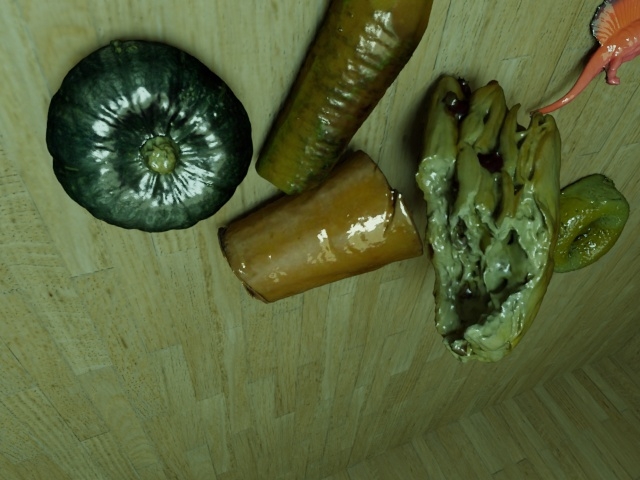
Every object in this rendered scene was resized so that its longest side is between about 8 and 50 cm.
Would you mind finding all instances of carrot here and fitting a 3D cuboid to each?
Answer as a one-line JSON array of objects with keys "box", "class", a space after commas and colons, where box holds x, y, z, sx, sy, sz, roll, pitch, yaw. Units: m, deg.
[{"box": [0.024, -0.191, 0.578, 0.114, 0.114, 0.301, 6, 132, -36], "class": "carrot"}, {"box": [0.000, 0.000, 0.709, 0.254, 0.196, 0.196, -29, 141, 2], "class": "carrot"}]

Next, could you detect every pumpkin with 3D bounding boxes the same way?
[{"box": [-0.179, -0.106, 0.511, 0.212, 0.152, 0.211, -20, 137, -19], "class": "pumpkin"}]

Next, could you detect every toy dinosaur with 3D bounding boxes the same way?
[{"box": [0.460, -0.322, 0.755, 0.286, 0.070, 0.139, -30, 131, 6], "class": "toy dinosaur"}]

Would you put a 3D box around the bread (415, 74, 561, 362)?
[{"box": [0.253, -0.022, 0.693, 0.192, 0.369, 0.314, -2, 153, 21], "class": "bread"}]

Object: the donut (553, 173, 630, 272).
[{"box": [0.621, -0.025, 1.133, 0.272, 0.107, 0.272, -17, 138, -16], "class": "donut"}]
